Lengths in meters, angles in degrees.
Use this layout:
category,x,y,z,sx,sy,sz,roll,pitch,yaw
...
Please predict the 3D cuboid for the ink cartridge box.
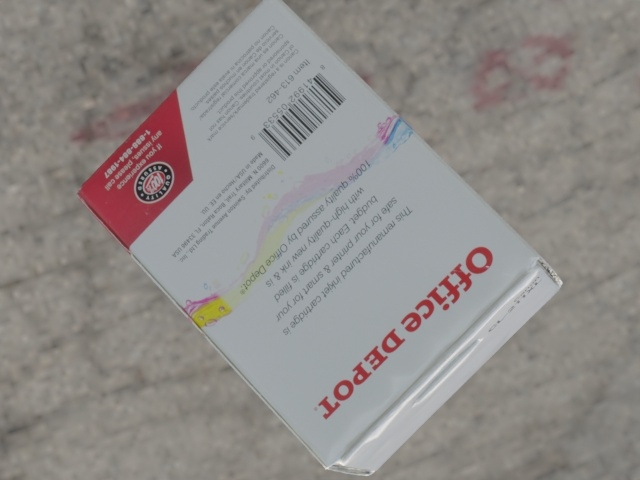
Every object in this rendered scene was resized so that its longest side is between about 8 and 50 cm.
category,x,y,z,sx,sy,sz,roll,pitch,yaw
ink cartridge box,0.000,0.000,0.800,0.127,0.175,0.072,-45,161,4
